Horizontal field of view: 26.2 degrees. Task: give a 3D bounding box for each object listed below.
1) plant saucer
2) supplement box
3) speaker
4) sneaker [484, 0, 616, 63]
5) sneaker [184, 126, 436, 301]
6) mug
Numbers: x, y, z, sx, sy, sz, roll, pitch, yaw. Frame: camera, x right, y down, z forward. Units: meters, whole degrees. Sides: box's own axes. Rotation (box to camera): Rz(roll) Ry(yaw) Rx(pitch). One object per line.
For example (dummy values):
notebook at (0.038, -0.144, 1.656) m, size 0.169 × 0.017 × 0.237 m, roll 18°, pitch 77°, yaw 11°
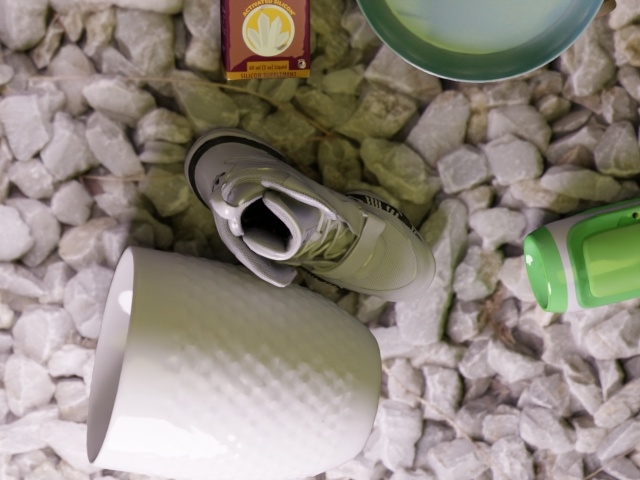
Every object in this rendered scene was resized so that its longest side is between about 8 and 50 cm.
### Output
plant saucer at (0.191, -0.349, 1.653) m, size 0.318 × 0.043 × 0.317 m, roll 2°, pitch 112°, yaw 5°
supplement box at (-0.068, -0.294, 1.661) m, size 0.104 × 0.081 × 0.188 m, roll -3°, pitch 111°, yaw -8°
speaker at (0.429, 0.010, 1.839) m, size 0.297 × 0.131 × 0.131 m, roll -13°, pitch 112°, yaw -5°
sneaker at (0.278, -0.285, 1.744) m, size 0.188 × 0.066 × 0.071 m, roll -26°, pitch 96°, yaw -4°
sneaker at (0.000, 0.000, 1.714) m, size 0.366 × 0.210 × 0.137 m, roll 29°, pitch 103°, yaw -19°
mug at (-0.119, 0.198, 1.762) m, size 0.328 × 0.276 × 0.374 m, roll 11°, pitch 139°, yaw -15°
